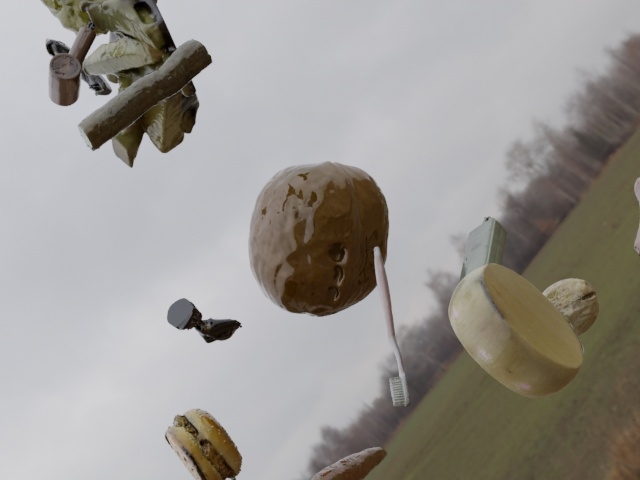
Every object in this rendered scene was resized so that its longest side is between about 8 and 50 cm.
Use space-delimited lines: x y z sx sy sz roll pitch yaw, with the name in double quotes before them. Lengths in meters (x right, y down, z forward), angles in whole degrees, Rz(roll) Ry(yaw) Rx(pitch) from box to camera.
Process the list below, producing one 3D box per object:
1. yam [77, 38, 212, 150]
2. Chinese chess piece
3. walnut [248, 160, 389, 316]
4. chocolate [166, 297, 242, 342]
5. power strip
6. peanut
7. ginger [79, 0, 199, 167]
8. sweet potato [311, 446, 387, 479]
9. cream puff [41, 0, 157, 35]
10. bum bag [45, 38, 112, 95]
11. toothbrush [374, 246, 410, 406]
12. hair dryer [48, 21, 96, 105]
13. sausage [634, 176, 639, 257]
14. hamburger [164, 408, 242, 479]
"yam" -0.292 -0.242 1.532 0.253 0.061 0.061 -38 -12 -8
"Chinese chess piece" 0.335 0.155 1.592 0.097 0.251 0.251 -50 -8 25
"walnut" 0.000 0.000 2.253 0.353 0.308 0.398 -5 -67 -22
"chocolate" -0.214 0.158 1.709 0.072 0.070 0.147 -26 -39 28
"power strip" 0.325 0.050 1.863 0.078 0.052 0.272 -38 18 34
"peanut" 0.556 0.204 2.260 0.313 0.149 0.149 -48 -6 35
"ginger" -0.396 -0.369 1.897 0.211 0.414 0.358 -25 10 -6
"sweet potato" 0.046 0.485 1.914 0.314 0.072 0.066 -15 -73 -56
"cream puff" -0.510 -0.596 2.106 0.282 0.281 0.185 -48 -20 -22
"bum bag" -0.674 -0.485 2.581 0.060 0.232 0.107 -48 0 -4
"toothbrush" 0.118 0.146 1.628 0.029 0.307 0.025 -6 -29 -5
"hair dryer" -0.491 -0.366 1.864 0.117 0.064 0.182 125 165 -63
"sausage" 0.644 -0.045 1.790 0.078 0.078 0.304 -61 3 38
"hamburger" -0.260 0.457 2.050 0.118 0.191 0.182 -35 -60 -24
